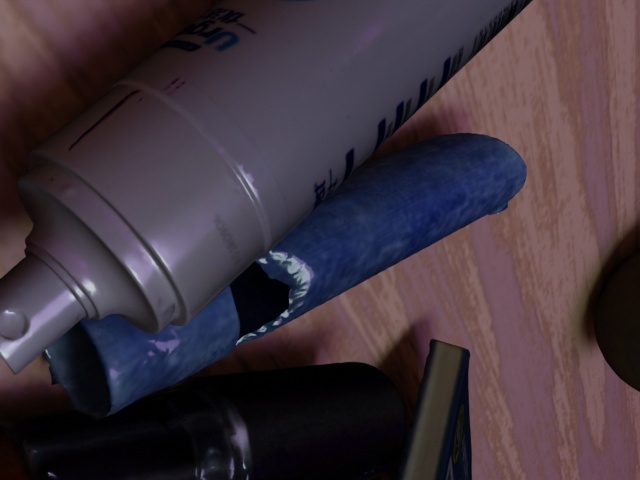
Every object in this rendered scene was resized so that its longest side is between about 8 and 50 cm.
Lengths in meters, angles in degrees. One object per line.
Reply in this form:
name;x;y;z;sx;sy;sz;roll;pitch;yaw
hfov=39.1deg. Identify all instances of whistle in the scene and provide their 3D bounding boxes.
whistle;0.000;0.000;0.475;0.304;0.062;0.062;-25;133;-39

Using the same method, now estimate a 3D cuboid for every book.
book;0.053;0.323;0.615;0.300;0.039;0.427;79;24;-48

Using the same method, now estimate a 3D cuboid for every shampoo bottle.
shampoo bottle;-0.017;-0.061;0.374;0.303;0.092;0.092;-43;142;-23

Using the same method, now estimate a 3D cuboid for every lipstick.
lipstick;-0.070;0.110;0.450;0.300;0.081;0.081;0;115;-48

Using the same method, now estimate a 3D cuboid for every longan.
longan;0.359;0.078;0.897;0.187;0.168;0.167;-25;136;-69
